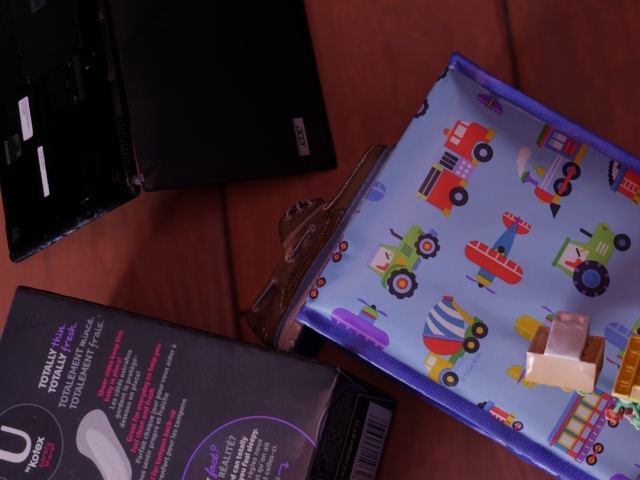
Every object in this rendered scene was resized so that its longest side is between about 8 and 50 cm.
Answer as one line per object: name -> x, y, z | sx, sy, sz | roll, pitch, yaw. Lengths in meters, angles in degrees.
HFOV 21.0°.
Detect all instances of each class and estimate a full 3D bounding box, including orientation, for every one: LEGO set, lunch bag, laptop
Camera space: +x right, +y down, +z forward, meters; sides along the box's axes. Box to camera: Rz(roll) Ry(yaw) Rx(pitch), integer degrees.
LEGO set -> 0.286, 0.093, 1.158 | 0.287, 0.107, 0.132 | -17, 55, -1
lunch bag -> 0.168, 0.041, 1.228 | 0.293, 0.138, 0.221 | 30, 86, 13
laptop -> -0.146, -0.127, 1.429 | 0.264, 0.136, 0.234 | -26, 67, 39

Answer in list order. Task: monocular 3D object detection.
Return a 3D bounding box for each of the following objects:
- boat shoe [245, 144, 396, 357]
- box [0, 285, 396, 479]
boat shoe -> 0.000, 0.000, 1.318 | 0.066, 0.066, 0.183 | 29, 88, 24
box -> -0.105, 0.151, 1.275 | 0.270, 0.143, 0.165 | 13, 80, 22
